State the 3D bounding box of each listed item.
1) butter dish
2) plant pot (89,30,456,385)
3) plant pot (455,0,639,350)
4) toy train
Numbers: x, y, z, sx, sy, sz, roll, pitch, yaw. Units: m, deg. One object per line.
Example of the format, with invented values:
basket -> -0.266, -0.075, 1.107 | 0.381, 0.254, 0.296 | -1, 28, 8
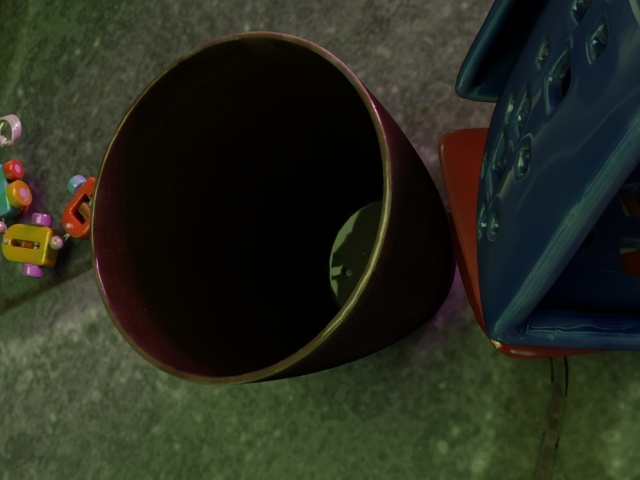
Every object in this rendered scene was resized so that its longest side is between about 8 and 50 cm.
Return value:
butter dish -> 0.149, 0.013, 0.761 | 0.118, 0.159, 0.160 | 121, 140, -59
plant pot -> 0.000, 0.000, 0.777 | 0.215, 0.230, 0.215 | -7, 76, 28
plant pot -> 0.214, -0.083, 0.634 | 0.236, 0.235, 0.212 | 114, 152, -53
toy train -> -0.248, -0.036, 1.033 | 0.166, 0.046, 0.125 | 37, 97, 27
